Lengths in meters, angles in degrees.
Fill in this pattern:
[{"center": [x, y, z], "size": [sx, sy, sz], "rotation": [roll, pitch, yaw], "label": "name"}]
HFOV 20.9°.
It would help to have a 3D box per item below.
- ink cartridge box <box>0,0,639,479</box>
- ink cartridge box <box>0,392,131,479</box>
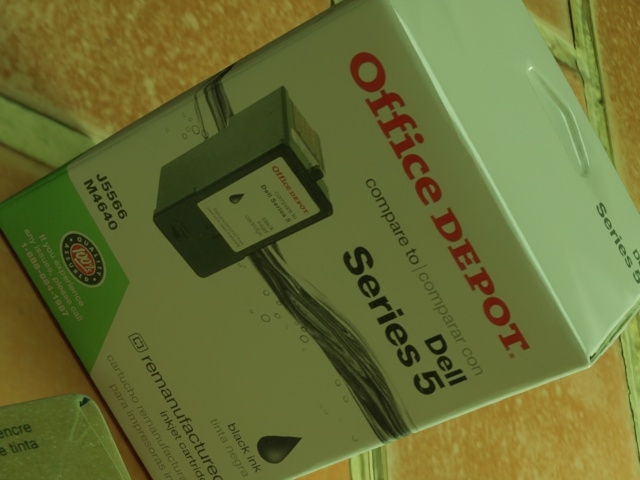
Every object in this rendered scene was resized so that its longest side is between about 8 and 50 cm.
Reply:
[{"center": [0.000, 0.000, 0.873], "size": [0.198, 0.273, 0.115], "rotation": [60, 35, -6], "label": "ink cartridge box"}, {"center": [-0.196, 0.146, 0.578], "size": [0.234, 0.193, 0.088], "rotation": [-6, 64, -49], "label": "ink cartridge box"}]
